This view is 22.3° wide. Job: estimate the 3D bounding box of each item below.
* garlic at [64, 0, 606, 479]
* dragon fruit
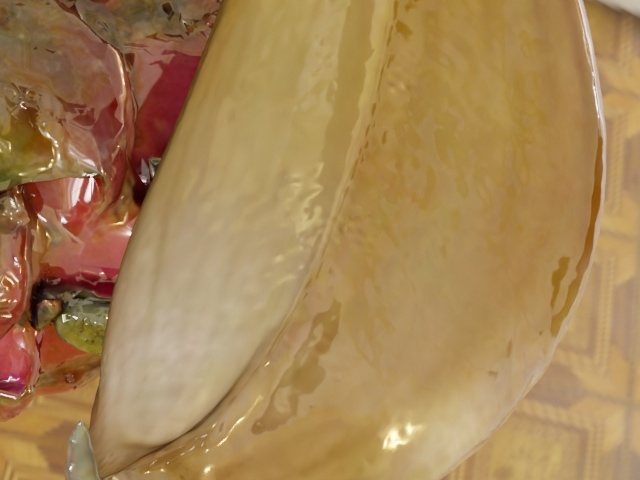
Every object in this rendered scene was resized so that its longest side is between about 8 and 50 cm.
[{"bbox_3d":[0.009,0.002,0.419,0.115,0.128,0.206,27,64,-13],"label":"garlic"},{"bbox_3d":[-0.107,-0.051,0.626,0.291,0.269,0.250,-33,83,-17],"label":"dragon fruit"}]
